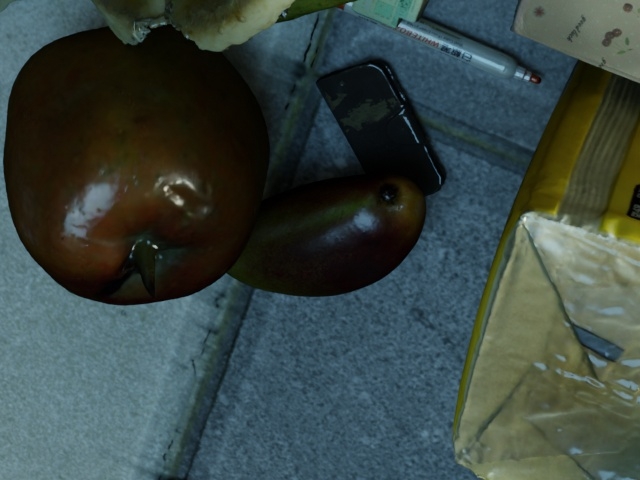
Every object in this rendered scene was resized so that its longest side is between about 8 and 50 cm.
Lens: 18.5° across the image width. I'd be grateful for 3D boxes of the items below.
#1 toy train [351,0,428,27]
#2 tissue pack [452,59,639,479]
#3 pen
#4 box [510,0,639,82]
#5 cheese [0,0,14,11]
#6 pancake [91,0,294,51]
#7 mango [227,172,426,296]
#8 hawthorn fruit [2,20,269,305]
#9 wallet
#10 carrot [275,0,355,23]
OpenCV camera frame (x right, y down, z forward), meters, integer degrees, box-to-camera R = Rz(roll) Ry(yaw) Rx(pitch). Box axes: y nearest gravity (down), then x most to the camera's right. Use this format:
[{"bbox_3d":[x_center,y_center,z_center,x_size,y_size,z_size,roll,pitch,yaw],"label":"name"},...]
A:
[{"bbox_3d":[0.025,-0.281,1.832,0.194,0.081,0.125,24,133,6],"label":"toy train"},{"bbox_3d":[0.278,0.019,1.745,0.228,0.382,0.293,19,125,9],"label":"tissue pack"},{"bbox_3d":[0.111,-0.195,1.886,0.218,0.026,0.026,24,125,3],"label":"pen"},{"bbox_3d":[0.348,-0.249,1.676,0.297,0.190,0.225,22,125,6],"label":"box"},{"bbox_3d":[-0.379,-0.324,1.952,0.137,0.064,0.227,-25,108,28],"label":"cheese"},{"bbox_3d":[-0.124,-0.346,1.762,0.382,0.071,0.382,8,102,38],"label":"pancake"},{"bbox_3d":[0.000,0.000,1.985,0.267,0.133,0.111,-14,71,39],"label":"mango"},{"bbox_3d":[-0.183,-0.061,1.900,0.268,0.301,0.267,-4,132,-5],"label":"hawthorn fruit"},{"bbox_3d":[0.062,-0.107,1.960,0.082,0.018,0.156,-15,114,31],"label":"wallet"},{"bbox_3d":[0.057,-0.249,1.718,0.359,0.074,0.074,-7,119,43],"label":"carrot"}]
